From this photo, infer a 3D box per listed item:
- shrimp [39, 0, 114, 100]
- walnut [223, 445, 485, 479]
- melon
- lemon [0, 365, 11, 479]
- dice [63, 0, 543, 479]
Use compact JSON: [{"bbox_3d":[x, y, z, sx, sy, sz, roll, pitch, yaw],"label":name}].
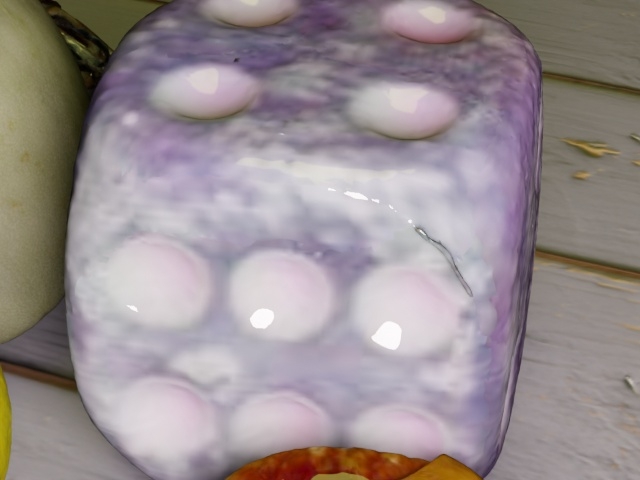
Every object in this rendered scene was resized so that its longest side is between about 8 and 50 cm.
[{"bbox_3d":[-0.236,-0.104,1.425,0.172,0.137,0.372,-42,30,4],"label":"shrimp"},{"bbox_3d":[0.010,0.175,0.998,0.207,0.116,0.116,-3,33,2],"label":"walnut"},{"bbox_3d":[-0.284,-0.069,1.194,0.271,0.308,0.272,-7,15,2],"label":"melon"},{"bbox_3d":[-0.279,0.102,1.043,0.184,0.184,0.248,-35,84,-41],"label":"lemon"},{"bbox_3d":[0.000,0.000,1.117,0.270,0.270,0.271,6,34,9],"label":"dice"}]
